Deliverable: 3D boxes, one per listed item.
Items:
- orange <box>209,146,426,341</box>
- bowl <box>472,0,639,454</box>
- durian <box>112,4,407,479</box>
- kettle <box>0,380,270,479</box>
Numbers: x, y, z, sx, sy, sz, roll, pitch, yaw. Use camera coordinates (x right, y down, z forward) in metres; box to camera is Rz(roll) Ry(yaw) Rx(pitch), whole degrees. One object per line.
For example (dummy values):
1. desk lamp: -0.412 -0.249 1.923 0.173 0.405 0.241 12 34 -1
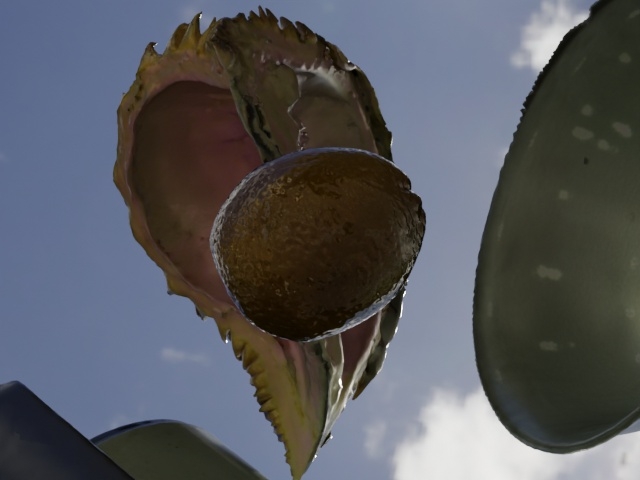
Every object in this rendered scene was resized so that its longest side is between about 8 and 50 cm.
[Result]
1. orange: 0.000 0.000 0.750 0.095 0.085 0.085 -19 -72 -1
2. bowl: 0.234 -0.003 1.079 0.146 0.313 0.313 16 -97 -19
3. durian: -0.010 -0.021 1.139 0.195 0.185 0.305 -33 -69 -41
4. kettle: -0.034 0.254 0.889 0.250 0.376 0.361 -45 -35 -14
